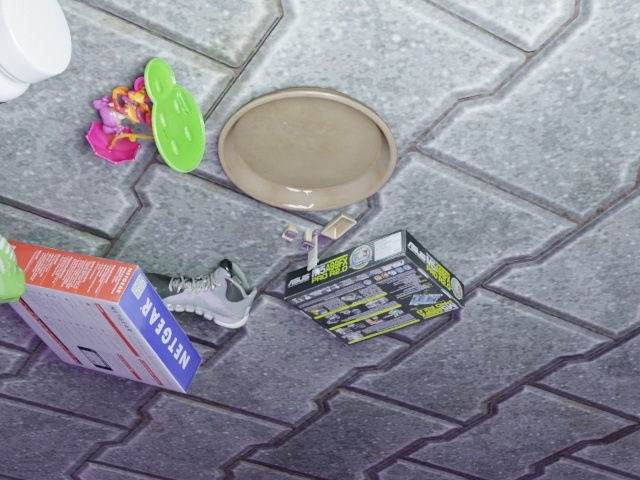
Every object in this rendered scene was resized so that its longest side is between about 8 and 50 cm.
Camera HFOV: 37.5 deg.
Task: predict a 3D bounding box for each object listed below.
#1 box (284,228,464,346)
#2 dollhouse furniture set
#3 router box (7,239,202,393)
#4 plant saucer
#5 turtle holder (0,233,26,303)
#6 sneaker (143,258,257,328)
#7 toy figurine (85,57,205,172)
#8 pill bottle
[{"bbox_3d":[0.100,0.095,1.768,0.270,0.060,0.216,-22,138,30],"label":"box"},{"bbox_3d":[0.000,0.000,1.623,0.091,0.081,0.114,24,139,-27],"label":"dollhouse furniture set"},{"bbox_3d":[-0.418,0.148,1.772,0.301,0.082,0.335,10,148,22],"label":"router box"},{"bbox_3d":[-0.020,-0.143,1.465,0.278,0.041,0.278,2,145,1],"label":"plant saucer"},{"bbox_3d":[-0.674,0.022,1.550,0.320,0.243,0.227,-15,139,-38],"label":"turtle holder"},{"bbox_3d":[-0.224,0.074,1.755,0.229,0.086,0.132,18,127,-18],"label":"sneaker"},{"bbox_3d":[-0.279,-0.175,1.393,0.159,0.130,0.173,-5,122,26],"label":"toy figurine"},{"bbox_3d":[-0.484,-0.246,1.246,0.283,0.161,0.161,-14,141,20],"label":"pill bottle"}]
